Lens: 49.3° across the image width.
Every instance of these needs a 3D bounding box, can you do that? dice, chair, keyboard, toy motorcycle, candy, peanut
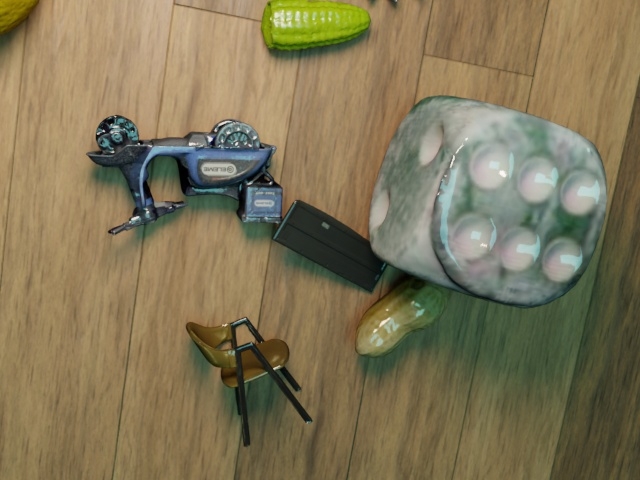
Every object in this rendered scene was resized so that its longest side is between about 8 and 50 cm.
[{"bbox_3d":[0.302,-0.072,1.311,0.328,0.348,0.330,15,98,-16],"label":"dice"},{"bbox_3d":[-0.141,0.249,1.369,0.172,0.159,0.246,-19,104,-6],"label":"chair"},{"bbox_3d":[-0.008,-0.005,1.362,0.381,0.041,0.103,30,92,-40],"label":"keyboard"},{"bbox_3d":[-0.247,-0.121,1.297,0.359,0.125,0.212,0,104,-15],"label":"toy motorcycle"},{"bbox_3d":[-0.005,-0.411,1.316,0.210,0.097,0.096,-7,101,-13],"label":"candy"},{"bbox_3d":[0.166,0.155,1.438,0.236,0.120,0.110,-39,144,-9],"label":"peanut"}]

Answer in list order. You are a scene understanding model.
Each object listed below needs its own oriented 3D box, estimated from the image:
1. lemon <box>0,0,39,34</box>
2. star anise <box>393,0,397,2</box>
[{"bbox_3d":[-0.562,-0.453,1.106,0.267,0.267,0.267,-2,100,-12],"label":"lemon"},{"bbox_3d":[0.131,-0.546,1.334,0.205,0.061,0.180,-29,110,-3],"label":"star anise"}]
